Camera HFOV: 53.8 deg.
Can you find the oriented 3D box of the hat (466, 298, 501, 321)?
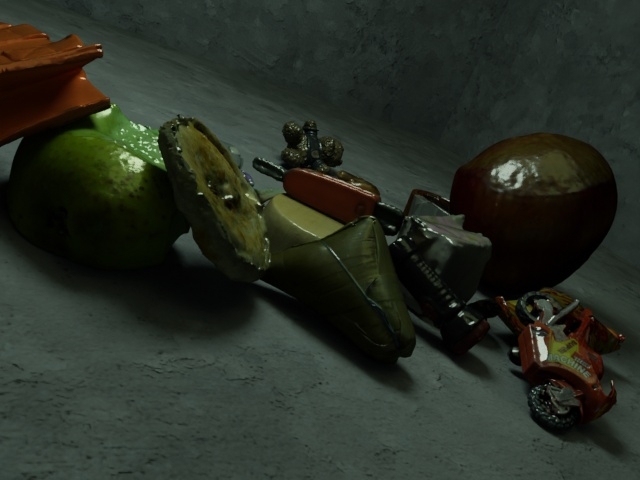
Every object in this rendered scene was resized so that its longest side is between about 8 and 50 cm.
[{"bbox_3d":[0.303,0.155,1.232,0.121,0.121,0.050,10,62,-37],"label":"hat"}]

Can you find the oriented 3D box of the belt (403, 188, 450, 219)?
[{"bbox_3d":[0.349,-0.056,1.794,0.184,0.105,0.261,6,27,-40],"label":"belt"}]

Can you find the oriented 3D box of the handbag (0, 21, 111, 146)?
[{"bbox_3d":[-0.541,-0.244,0.936,0.410,0.116,0.303,25,40,34],"label":"handbag"}]

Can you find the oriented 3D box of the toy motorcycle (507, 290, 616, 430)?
[{"bbox_3d":[0.429,0.215,1.114,0.171,0.089,0.298,13,42,0],"label":"toy motorcycle"}]

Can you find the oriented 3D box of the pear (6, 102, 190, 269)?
[{"bbox_3d":[-0.322,-0.085,0.932,0.286,0.176,0.282,19,21,-14],"label":"pear"}]

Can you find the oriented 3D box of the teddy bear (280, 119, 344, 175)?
[{"bbox_3d":[-0.039,-0.277,1.886,0.129,0.182,0.251,-8,-8,44],"label":"teddy bear"}]

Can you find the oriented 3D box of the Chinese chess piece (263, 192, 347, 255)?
[{"bbox_3d":[0.000,0.000,1.218,0.250,0.097,0.251,21,19,-8],"label":"Chinese chess piece"}]

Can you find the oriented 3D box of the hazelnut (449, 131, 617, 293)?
[{"bbox_3d":[0.520,-0.058,1.553,0.420,0.421,0.352,10,0,-37],"label":"hazelnut"}]

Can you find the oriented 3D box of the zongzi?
[{"bbox_3d":[0.006,0.100,0.989,0.115,0.256,0.228,79,-5,-67],"label":"zongzi"}]

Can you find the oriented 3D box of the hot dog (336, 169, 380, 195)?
[{"bbox_3d":[0.109,-0.160,1.841,0.140,0.060,0.090,21,14,-2],"label":"hot dog"}]

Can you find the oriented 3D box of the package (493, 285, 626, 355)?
[{"bbox_3d":[0.496,0.191,1.317,0.288,0.108,0.223,-11,44,-44],"label":"package"}]

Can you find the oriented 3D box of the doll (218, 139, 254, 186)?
[{"bbox_3d":[-0.222,-0.177,1.460,0.102,0.075,0.227,3,39,-28],"label":"doll"}]

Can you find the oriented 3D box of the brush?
[{"bbox_3d":[0.011,-0.095,1.232,0.323,0.070,0.051,26,15,10],"label":"brush"}]

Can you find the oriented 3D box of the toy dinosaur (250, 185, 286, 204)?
[{"bbox_3d":[-0.171,-0.098,1.277,0.393,0.092,0.205,12,22,-37],"label":"toy dinosaur"}]

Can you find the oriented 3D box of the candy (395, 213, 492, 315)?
[{"bbox_3d":[0.234,0.043,1.265,0.137,0.185,0.195,33,20,36],"label":"candy"}]

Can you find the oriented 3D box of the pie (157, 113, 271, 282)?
[{"bbox_3d":[-0.151,-0.064,0.937,0.274,0.055,0.274,59,14,-23],"label":"pie"}]

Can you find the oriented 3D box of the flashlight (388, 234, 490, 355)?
[{"bbox_3d":[0.198,0.095,1.131,0.232,0.093,0.093,49,24,10],"label":"flashlight"}]
